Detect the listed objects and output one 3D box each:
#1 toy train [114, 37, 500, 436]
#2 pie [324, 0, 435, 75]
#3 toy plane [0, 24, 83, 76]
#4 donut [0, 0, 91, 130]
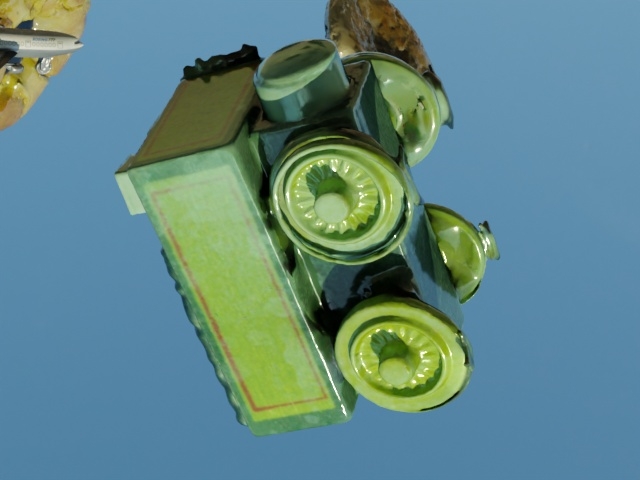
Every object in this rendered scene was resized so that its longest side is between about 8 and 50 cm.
[{"bbox_3d":[0.000,0.000,0.986,0.188,0.271,0.159,-11,-150,20],"label":"toy train"},{"bbox_3d":[0.081,-0.240,1.974,0.218,0.052,0.185,36,-141,-30],"label":"pie"},{"bbox_3d":[-0.345,-0.197,1.505,0.226,0.058,0.226,8,-148,-33],"label":"toy plane"},{"bbox_3d":[-0.378,-0.249,1.774,0.128,0.261,0.208,36,-177,18],"label":"donut"}]
